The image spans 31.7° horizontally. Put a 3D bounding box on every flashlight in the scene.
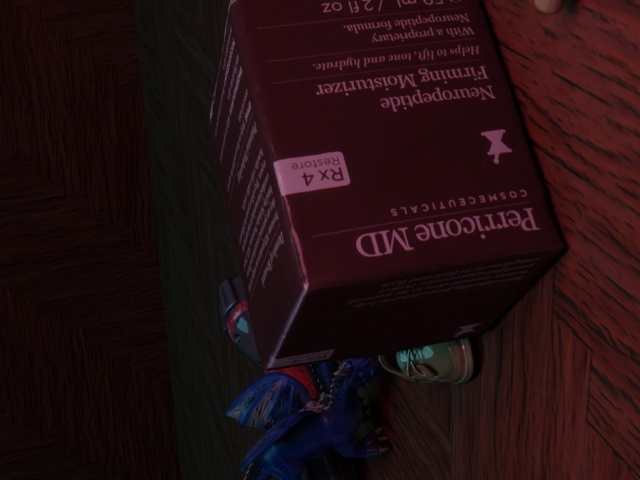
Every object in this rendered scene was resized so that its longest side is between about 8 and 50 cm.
[{"bbox_3d":[-0.039,0.166,1.278,0.103,0.103,0.304,100,158,-44],"label":"flashlight"}]

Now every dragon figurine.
[{"bbox_3d":[-0.034,0.182,1.075,0.144,0.289,0.085,44,-165,-39],"label":"dragon figurine"}]

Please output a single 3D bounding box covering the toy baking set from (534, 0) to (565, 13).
[{"bbox_3d":[0.111,-0.253,0.597,0.256,0.030,0.197,100,157,-51],"label":"toy baking set"}]

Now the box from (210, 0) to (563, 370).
[{"bbox_3d":[0.031,-0.042,0.753,0.167,0.168,0.203,115,143,-64],"label":"box"}]

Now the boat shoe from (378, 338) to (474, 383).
[{"bbox_3d":[0.081,0.092,0.883,0.135,0.045,0.050,146,115,-74],"label":"boat shoe"}]
